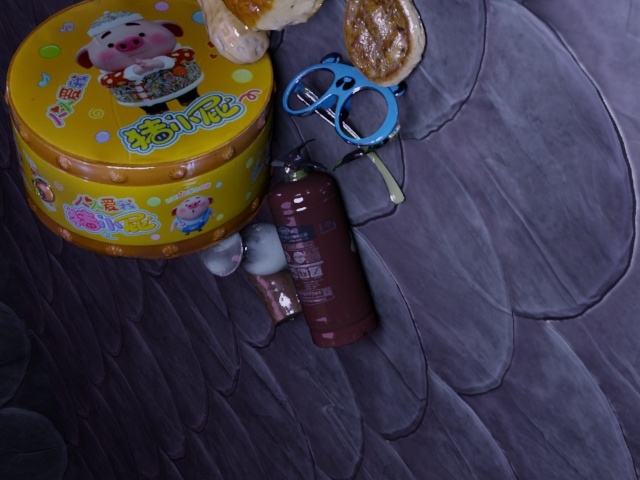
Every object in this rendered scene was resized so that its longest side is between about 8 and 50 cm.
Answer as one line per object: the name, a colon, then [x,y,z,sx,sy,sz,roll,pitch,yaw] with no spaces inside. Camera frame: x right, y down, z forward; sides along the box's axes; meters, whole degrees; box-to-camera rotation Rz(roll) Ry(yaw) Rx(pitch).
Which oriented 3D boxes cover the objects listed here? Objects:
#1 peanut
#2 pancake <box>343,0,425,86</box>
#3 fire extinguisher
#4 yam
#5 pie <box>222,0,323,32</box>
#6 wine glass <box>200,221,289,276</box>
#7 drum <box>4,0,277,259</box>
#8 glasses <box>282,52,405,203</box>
peanut: [-0.150,-0.389,1.855,0.263,0.101,0.117,64,-165,4]
pancake: [0.080,-0.281,1.623,0.158,0.028,0.158,29,129,43]
fire extinguisher: [0.000,0.000,1.929,0.135,0.114,0.337,1,115,47]
yam: [-0.076,0.084,2.174,0.127,0.084,0.084,59,153,7]
pie: [-0.077,-0.447,1.669,0.315,0.092,0.315,25,121,50]
wine glass: [-0.102,0.013,2.019,0.093,0.202,0.093,1,92,33]
drum: [-0.278,-0.185,1.917,0.431,0.431,0.214,47,150,30]
glasses: [0.042,-0.142,1.739,0.239,0.102,0.207,28,136,49]
